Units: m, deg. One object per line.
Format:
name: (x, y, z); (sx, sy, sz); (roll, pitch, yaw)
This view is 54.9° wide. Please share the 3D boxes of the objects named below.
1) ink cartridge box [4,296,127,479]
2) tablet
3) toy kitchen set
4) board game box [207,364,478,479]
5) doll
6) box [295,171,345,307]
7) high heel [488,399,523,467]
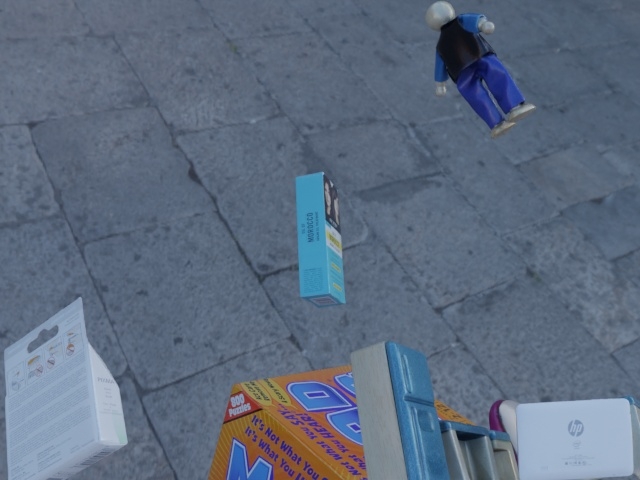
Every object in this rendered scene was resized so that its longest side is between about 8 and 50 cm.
ink cartridge box: (-0.375, 0.223, 0.888); (0.056, 0.181, 0.225); (35, 28, -52)
tablet: (0.178, 0.140, 0.432); (0.083, 0.006, 0.054); (-2, 87, -6)
toy kitchen set: (0.155, 0.143, 0.502); (0.207, 0.166, 0.122); (27, 46, -47)
board game box: (0.057, 0.451, 0.995); (0.356, 0.357, 0.356); (3, 18, -46)
doll: (0.186, -0.220, 0.775); (0.046, 0.129, 0.189); (-23, 78, -30)
box: (0.000, 0.000, 1.200); (0.060, 0.100, 0.245); (-9, 70, 17)
high heel: (0.304, 0.397, 0.904); (0.127, 0.181, 0.377); (-38, 99, -45)
